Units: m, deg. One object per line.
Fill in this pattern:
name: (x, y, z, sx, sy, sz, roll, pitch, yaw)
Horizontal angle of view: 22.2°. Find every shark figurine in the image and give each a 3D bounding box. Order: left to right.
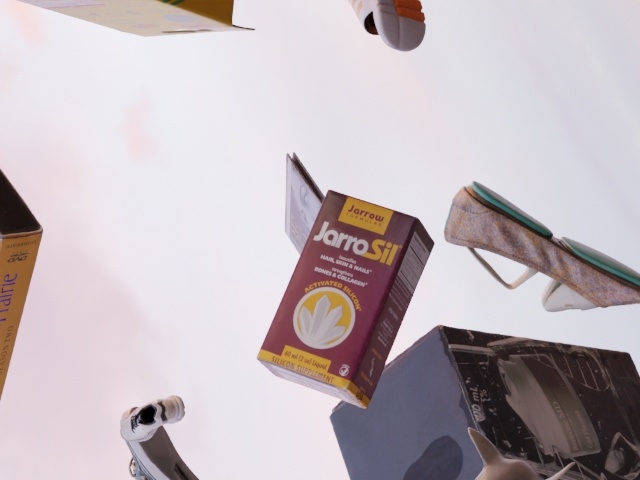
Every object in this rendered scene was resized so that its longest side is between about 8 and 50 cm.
shark figurine: (0.198, 0.267, 1.863, 0.116, 0.166, 0.278, 50, -175, 11)

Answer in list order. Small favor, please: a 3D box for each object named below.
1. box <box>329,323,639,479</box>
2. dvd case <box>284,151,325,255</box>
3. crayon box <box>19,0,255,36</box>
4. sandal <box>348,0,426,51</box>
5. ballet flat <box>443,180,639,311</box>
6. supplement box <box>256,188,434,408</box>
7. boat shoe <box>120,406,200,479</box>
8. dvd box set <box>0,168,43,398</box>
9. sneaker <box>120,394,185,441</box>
box: (0.330, 0.421, 2.544, 0.472, 0.297, 0.479, 9, -130, -40)
dvd case: (0.000, 0.000, 2.362, 0.164, 0.018, 0.221, 92, 153, -46)
crayon box: (-0.251, -0.328, 2.082, 0.318, 0.202, 0.081, 10, -96, -56)
sandal: (0.080, -0.365, 2.333, 0.102, 0.076, 0.265, 20, -131, -40)
ballet flat: (0.305, 0.032, 2.220, 0.316, 0.106, 0.107, 29, -167, -6)
supplement box: (0.027, 0.058, 1.623, 0.104, 0.188, 0.081, 18, 167, 21)
boat shoe: (-0.246, 0.339, 2.412, 0.219, 0.070, 0.077, 59, -155, -27)
dvd box set: (-0.479, 0.058, 2.047, 0.062, 0.420, 0.307, -10, -134, -37)
sneaker: (-0.206, 0.207, 1.904, 0.044, 0.109, 0.040, -3, -113, -44)
